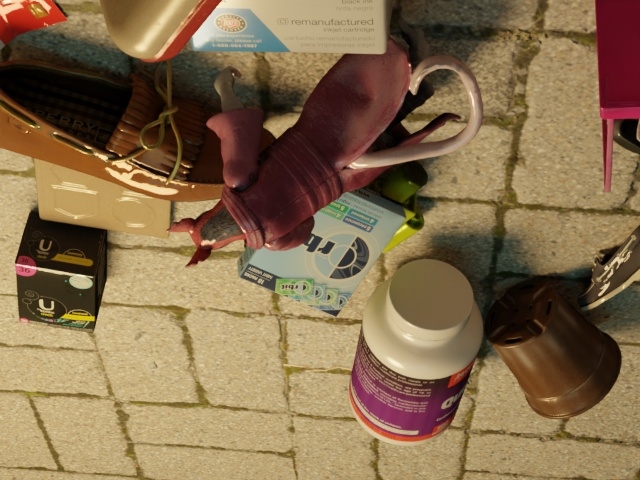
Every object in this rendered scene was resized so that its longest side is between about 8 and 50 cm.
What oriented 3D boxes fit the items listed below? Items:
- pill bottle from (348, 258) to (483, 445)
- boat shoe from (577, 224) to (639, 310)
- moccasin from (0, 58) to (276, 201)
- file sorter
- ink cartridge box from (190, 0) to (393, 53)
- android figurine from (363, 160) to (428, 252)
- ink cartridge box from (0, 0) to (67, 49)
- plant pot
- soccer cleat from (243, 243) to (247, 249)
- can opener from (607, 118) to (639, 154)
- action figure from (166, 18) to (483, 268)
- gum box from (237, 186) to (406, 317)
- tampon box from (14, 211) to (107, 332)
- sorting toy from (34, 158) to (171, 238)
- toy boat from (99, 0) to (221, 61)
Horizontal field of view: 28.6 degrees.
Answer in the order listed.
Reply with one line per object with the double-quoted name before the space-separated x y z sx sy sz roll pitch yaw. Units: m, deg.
"pill bottle" 0.146 0.170 1.920 0.182 0.181 0.323 7 144 -1
"boat shoe" 0.430 0.037 1.813 0.065 0.075 0.206 54 145 9
"moccasin" -0.238 -0.151 1.597 0.380 0.139 0.147 19 152 0
"file sorter" 0.453 -0.169 1.388 0.291 0.202 0.182 -1 145 11
"ink cartridge box" -0.040 -0.344 1.290 0.223 0.129 0.307 3 144 7
"android figurine" 0.017 -0.048 1.748 0.248 0.056 0.273 25 140 -24
"ink cartridge box" -0.449 -0.282 1.510 0.225 0.056 0.181 -9 141 24
"plant pot" 0.343 0.157 1.899 0.167 0.167 0.165 -20 129 32
"soccer cleat" -0.017 0.014 1.751 0.179 0.060 0.072 14 126 -15
"can opener" 0.490 -0.103 1.599 0.280 0.074 0.093 28 173 -25
"action figure" -0.005 -0.075 1.466 0.370 0.276 0.248 -39 129 -9
"gum box" 0.000 0.000 1.685 0.157 0.041 0.184 24 118 -22
"tampon box" -0.393 0.050 1.911 0.120 0.101 0.161 9 144 -4
"sorting toy" -0.307 -0.077 1.786 0.193 0.038 0.208 9 149 -3
"toy boat" -0.108 -0.273 1.197 0.151 0.151 0.231 -3 156 -38
